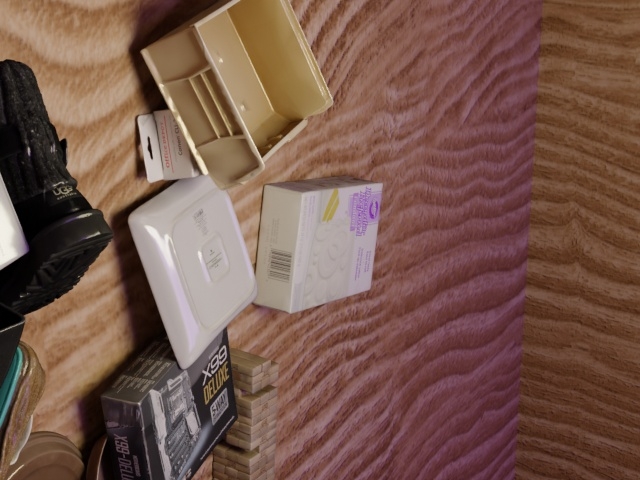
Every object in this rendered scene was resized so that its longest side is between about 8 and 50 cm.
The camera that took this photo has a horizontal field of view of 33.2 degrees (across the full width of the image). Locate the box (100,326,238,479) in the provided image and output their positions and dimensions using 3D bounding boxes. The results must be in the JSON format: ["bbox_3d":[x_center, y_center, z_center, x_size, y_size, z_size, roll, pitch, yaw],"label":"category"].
[{"bbox_3d":[-0.248,0.284,1.825,0.307,0.076,0.242,-50,142,-56],"label":"box"}]

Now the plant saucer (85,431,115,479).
[{"bbox_3d":[-0.346,0.387,1.741,0.168,0.029,0.168,-1,90,-82],"label":"plant saucer"}]

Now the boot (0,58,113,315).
[{"bbox_3d":[-0.410,-0.046,1.389,0.131,0.348,0.260,-22,78,-47],"label":"boot"}]

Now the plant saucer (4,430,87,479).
[{"bbox_3d":[-0.443,0.428,1.630,0.278,0.041,0.278,-29,125,-52],"label":"plant saucer"}]

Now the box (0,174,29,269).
[{"bbox_3d":[-0.463,-0.040,1.237,0.119,0.181,0.182,-41,122,-49],"label":"box"}]

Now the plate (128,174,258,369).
[{"bbox_3d":[-0.194,0.032,1.802,0.277,0.045,0.278,-45,123,-56],"label":"plate"}]

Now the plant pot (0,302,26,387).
[{"bbox_3d":[-0.496,0.156,1.301,0.188,0.187,0.167,-25,134,-55],"label":"plant pot"}]

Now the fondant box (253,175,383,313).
[{"bbox_3d":[0.000,0.000,2.177,0.330,0.096,0.238,-13,112,-60],"label":"fondant box"}]

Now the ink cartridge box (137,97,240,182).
[{"bbox_3d":[-0.206,-0.164,1.759,0.198,0.067,0.115,-23,107,-55],"label":"ink cartridge box"}]

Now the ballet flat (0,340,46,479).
[{"bbox_3d":[-0.467,0.305,1.482,0.124,0.116,0.342,57,47,-60],"label":"ballet flat"}]

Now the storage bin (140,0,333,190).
[{"bbox_3d":[-0.122,-0.255,1.728,0.260,0.123,0.262,64,35,-19],"label":"storage bin"}]

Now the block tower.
[{"bbox_3d":[-0.145,0.378,2.073,0.091,0.097,0.335,-22,121,-55],"label":"block tower"}]
